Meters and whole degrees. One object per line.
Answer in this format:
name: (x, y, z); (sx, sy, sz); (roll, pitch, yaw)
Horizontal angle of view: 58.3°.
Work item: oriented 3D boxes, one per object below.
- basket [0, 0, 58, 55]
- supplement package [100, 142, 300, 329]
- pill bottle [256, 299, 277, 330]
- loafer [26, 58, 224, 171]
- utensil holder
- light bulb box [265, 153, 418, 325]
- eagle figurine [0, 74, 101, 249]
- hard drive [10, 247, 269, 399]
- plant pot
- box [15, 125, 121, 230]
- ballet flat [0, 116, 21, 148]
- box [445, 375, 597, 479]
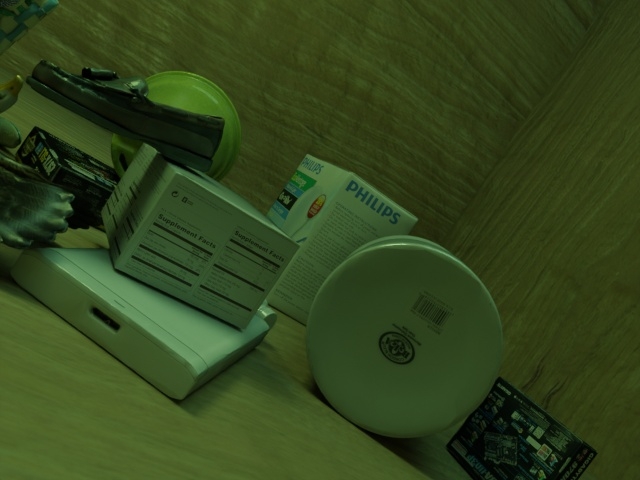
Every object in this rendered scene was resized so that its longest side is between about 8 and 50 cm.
basket: (-0.583, -0.445, 0.903); (0.289, 0.255, 0.201); (48, -3, -41)
supplement package: (-0.188, -0.019, 0.851); (0.204, 0.145, 0.262); (32, 4, -30)
pill bottle: (-0.134, 0.112, 0.999); (0.120, 0.067, 0.067); (35, 3, 27)
loafer: (-0.232, -0.171, 0.732); (0.096, 0.084, 0.267); (33, 6, 36)
utensil holder: (0.148, 0.154, 1.060); (0.328, 0.327, 0.385); (34, 6, 6)
light bulb box: (0.000, 0.000, 1.487); (0.225, 0.361, 0.358); (33, 2, -24)
eagle figurine: (-0.412, -0.103, 0.658); (0.226, 0.225, 0.298); (-42, 108, -49)
hard drive: (-0.206, 0.089, 0.771); (0.233, 0.047, 0.353); (34, 2, 6)
plant pot: (-0.310, -0.200, 1.185); (0.276, 0.276, 0.254); (33, 14, -14)
box: (-0.407, -0.083, 1.124); (0.322, 0.079, 0.257); (32, 5, -43)
ballet flat: (-0.648, -0.222, 1.124); (0.168, 0.057, 0.052); (31, 29, 31)
box: (0.346, 0.370, 1.019); (0.051, 0.175, 0.220); (36, 1, -27)
